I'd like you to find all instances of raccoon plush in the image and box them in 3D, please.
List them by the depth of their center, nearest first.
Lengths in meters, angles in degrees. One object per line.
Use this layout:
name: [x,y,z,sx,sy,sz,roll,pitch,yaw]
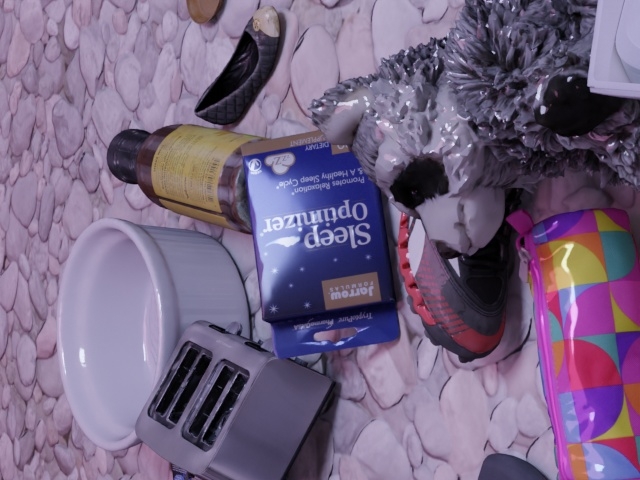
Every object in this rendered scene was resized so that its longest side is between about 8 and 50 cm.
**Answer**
raccoon plush: [0.188,-0.196,1.092,0.299,0.216,0.446,10,69,44]

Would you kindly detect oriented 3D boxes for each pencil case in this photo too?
pencil case: [0.217,0.088,1.129,0.104,0.104,0.236,-27,69,51]

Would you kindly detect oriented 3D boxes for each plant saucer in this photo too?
plant saucer: [-0.138,-0.305,1.704,0.083,0.015,0.083,-2,87,54]

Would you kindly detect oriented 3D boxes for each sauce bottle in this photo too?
sauce bottle: [-0.145,-0.082,1.628,0.344,0.111,0.111,17,104,52]

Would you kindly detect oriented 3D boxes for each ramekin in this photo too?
ramekin: [-0.201,0.111,1.684,0.277,0.135,0.277,-2,88,55]

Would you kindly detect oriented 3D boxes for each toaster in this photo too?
toaster: [-0.097,0.188,1.507,0.168,0.110,0.185,20,79,54]

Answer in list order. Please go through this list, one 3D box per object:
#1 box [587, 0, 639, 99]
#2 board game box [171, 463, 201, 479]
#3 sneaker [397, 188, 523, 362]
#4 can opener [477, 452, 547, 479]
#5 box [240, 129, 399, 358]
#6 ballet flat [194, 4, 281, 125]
box: [0.336,-0.127,0.825,0.231,0.262,0.126,13,100,55]
board game box: [-0.102,0.358,1.604,0.194,0.060,0.194,3,93,54]
sneaker: [0.132,-0.033,1.249,0.135,0.098,0.276,-24,69,54]
can opener: [0.204,0.277,1.163,0.280,0.074,0.093,37,118,48]
box: [0.000,0.000,1.420,0.136,0.036,0.225,-10,79,10]
ballet flat: [-0.092,-0.198,1.608,0.173,0.049,0.057,-59,46,35]
